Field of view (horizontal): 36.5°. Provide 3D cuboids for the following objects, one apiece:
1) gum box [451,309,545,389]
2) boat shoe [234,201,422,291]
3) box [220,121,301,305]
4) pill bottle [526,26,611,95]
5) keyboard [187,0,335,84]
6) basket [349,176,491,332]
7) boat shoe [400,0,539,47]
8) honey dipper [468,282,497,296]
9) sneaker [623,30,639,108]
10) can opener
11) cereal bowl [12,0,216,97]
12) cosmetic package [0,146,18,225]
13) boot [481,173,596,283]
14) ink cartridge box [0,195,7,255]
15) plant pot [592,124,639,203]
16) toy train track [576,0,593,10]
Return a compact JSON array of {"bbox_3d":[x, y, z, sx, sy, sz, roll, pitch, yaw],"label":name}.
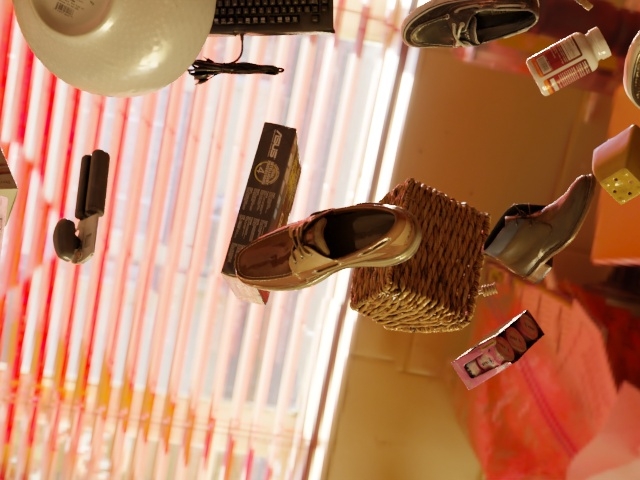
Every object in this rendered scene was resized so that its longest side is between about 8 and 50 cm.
[{"bbox_3d":[0.334,0.205,1.827,0.107,0.062,0.188,-38,-8,34],"label":"gum box"},{"bbox_3d":[0.000,0.000,1.609,0.116,0.325,0.123,40,-144,-65],"label":"boat shoe"},{"bbox_3d":[-0.141,-0.060,2.437,0.318,0.097,0.394,78,-154,-74],"label":"box"},{"bbox_3d":[0.496,-0.360,1.939,0.086,0.152,0.086,54,-162,-27],"label":"pill bottle"},{"bbox_3d":[-0.133,-0.359,1.604,0.033,0.317,0.201,-47,-43,-71],"label":"keyboard"},{"bbox_3d":[0.212,0.054,2.132,0.213,0.223,0.299,-39,32,56],"label":"basket"},{"bbox_3d":[0.318,-0.461,2.082,0.102,0.301,0.108,-84,-20,-46],"label":"boat shoe"},{"bbox_3d":[0.392,0.147,2.597,0.030,0.161,0.030,-15,-90,-77],"label":"honey dipper"},{"bbox_3d":[0.521,-0.271,1.537,0.290,0.106,0.123,47,-156,-58],"label":"sneaker"},{"bbox_3d":[-0.529,-0.081,2.152,0.076,0.095,0.283,-20,58,34],"label":"can opener"},{"bbox_3d":[-0.337,-0.386,1.481,0.141,0.339,0.338,-24,-53,-68],"label":"cereal bowl"},{"bbox_3d":[-0.732,-0.170,1.940,0.296,0.153,0.129,59,137,23],"label":"cosmetic package"},{"bbox_3d":[0.345,-0.029,1.541,0.082,0.106,0.219,-74,8,-55],"label":"boot"},{"bbox_3d":[-0.534,-0.003,1.469,0.203,0.086,0.148,-170,88,-79],"label":"ink cartridge box"},{"bbox_3d":[0.447,-0.101,1.419,0.081,0.081,0.083,-36,15,45],"label":"plant pot"},{"bbox_3d":[0.353,-0.354,1.377,0.048,0.083,0.014,-48,-19,13],"label":"toy train track"}]
